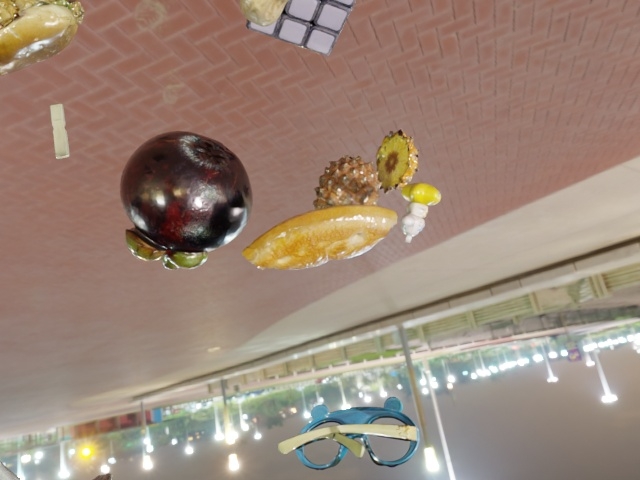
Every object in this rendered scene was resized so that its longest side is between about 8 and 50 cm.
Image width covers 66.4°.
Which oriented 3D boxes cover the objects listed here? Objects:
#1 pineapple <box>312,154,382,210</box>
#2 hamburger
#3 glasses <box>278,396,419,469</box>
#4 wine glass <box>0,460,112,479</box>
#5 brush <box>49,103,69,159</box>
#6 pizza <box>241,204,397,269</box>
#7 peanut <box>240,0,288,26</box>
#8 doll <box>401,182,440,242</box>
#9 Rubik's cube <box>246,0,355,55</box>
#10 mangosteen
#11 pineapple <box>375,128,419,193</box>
[{"bbox_3d":[0.067,-0.118,1.129,0.166,0.193,0.166,15,153,8],"label":"pineapple"},{"bbox_3d":[-0.355,-0.271,0.569,0.184,0.131,0.159,-21,-168,7],"label":"hamburger"},{"bbox_3d":[0.031,0.347,0.817,0.239,0.102,0.207,-15,174,27],"label":"glasses"},{"bbox_3d":[-0.535,0.302,0.737,0.267,0.406,0.267,-38,-171,7],"label":"wine glass"},{"bbox_3d":[-0.327,-0.136,0.614,0.016,0.084,0.013,-14,159,-12],"label":"brush"},{"bbox_3d":[0.002,-0.004,0.850,0.271,0.056,0.134,-21,148,6],"label":"pizza"},{"bbox_3d":[-0.129,-0.660,1.293,0.123,0.124,0.256,1,167,-36],"label":"peanut"},{"bbox_3d":[0.173,-0.052,0.907,0.071,0.113,0.135,19,-152,16],"label":"doll"},{"bbox_3d":[-0.049,-0.838,1.563,0.303,0.305,0.301,12,150,-18],"label":"Rubik's cube"},{"bbox_3d":[-0.305,-0.092,1.104,0.300,0.300,0.300,-11,164,-3],"label":"mangosteen"},{"bbox_3d":[0.254,-0.254,1.590,0.076,0.225,0.225,5,158,-26],"label":"pineapple"}]
